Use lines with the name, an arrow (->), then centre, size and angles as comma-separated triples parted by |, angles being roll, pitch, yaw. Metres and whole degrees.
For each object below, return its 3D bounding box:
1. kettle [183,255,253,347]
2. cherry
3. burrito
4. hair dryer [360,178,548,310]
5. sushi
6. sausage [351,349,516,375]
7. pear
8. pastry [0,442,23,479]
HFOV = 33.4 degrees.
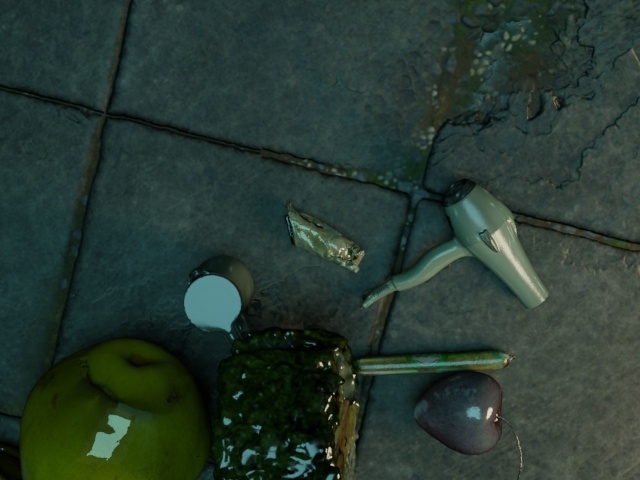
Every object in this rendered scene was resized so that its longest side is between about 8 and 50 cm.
kettle -> -0.154, 0.094, 1.612 | 0.098, 0.148, 0.127 | 1, 98, 0
cherry -> 0.221, 0.297, 1.654 | 0.148, 0.115, 0.188 | -5, 103, -18
burrito -> 0.000, 0.000, 1.653 | 0.149, 0.041, 0.055 | 30, 83, 0
hair dryer -> 0.227, 0.061, 1.655 | 0.229, 0.092, 0.267 | 34, 110, -9
sushi -> -0.035, 0.273, 1.534 | 0.178, 0.352, 0.294 | 0, 66, 8
sausage -> 0.174, 0.193, 1.679 | 0.269, 0.033, 0.033 | -3, 97, 1
pear -> -0.302, 0.311, 1.586 | 0.284, 0.285, 0.336 | -3, 112, 1
pastry -> -0.533, 0.438, 1.677 | 0.240, 0.132, 0.235 | 28, 106, 3
